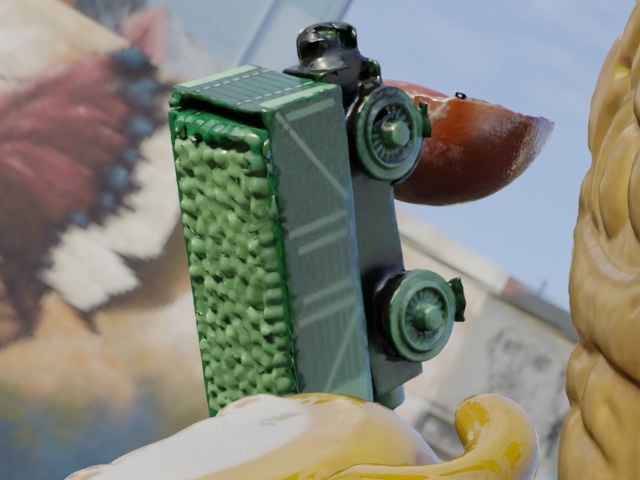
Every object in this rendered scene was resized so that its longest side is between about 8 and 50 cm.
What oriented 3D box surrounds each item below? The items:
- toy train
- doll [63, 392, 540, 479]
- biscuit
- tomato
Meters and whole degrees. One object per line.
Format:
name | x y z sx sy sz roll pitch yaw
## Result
toy train | 0.000 0.000 1.155 0.115 0.154 0.269 16 -61 44
doll | -0.011 0.183 0.692 0.162 0.167 0.269 27 -50 47
biscuit | 0.083 -0.027 0.395 0.035 0.250 0.162 14 -5 -9
tomato | 0.111 -0.085 1.697 0.199 0.112 0.228 14 5 42
